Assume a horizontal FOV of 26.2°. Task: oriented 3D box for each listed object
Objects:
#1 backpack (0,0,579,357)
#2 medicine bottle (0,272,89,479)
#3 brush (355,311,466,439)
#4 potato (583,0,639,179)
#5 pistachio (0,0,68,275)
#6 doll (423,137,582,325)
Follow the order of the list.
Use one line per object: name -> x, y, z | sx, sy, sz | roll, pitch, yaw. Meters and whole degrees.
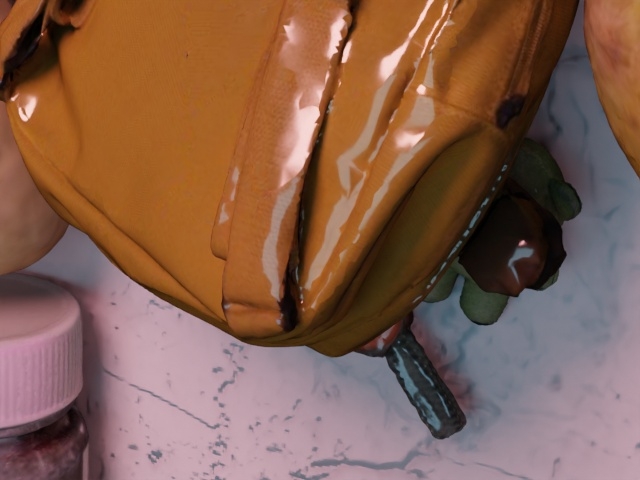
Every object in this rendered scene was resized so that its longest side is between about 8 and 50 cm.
backpack -> -0.005, -0.125, 0.776 | 0.353, 0.201, 0.378 | 45, 115, 27
medicine bottle -> -0.259, 0.174, 1.051 | 0.165, 0.165, 0.273 | 12, 109, 21
brush -> 0.000, 0.000, 0.947 | 0.070, 0.051, 0.323 | -35, 87, 22
potato -> 0.278, -0.116, 0.686 | 0.301, 0.288, 0.237 | -39, 70, 45
pistachio -> -0.262, -0.086, 0.926 | 0.187, 0.187, 0.299 | 19, 148, 18
doll -> 0.107, -0.010, 0.886 | 0.115, 0.077, 0.150 | 33, 133, 10
